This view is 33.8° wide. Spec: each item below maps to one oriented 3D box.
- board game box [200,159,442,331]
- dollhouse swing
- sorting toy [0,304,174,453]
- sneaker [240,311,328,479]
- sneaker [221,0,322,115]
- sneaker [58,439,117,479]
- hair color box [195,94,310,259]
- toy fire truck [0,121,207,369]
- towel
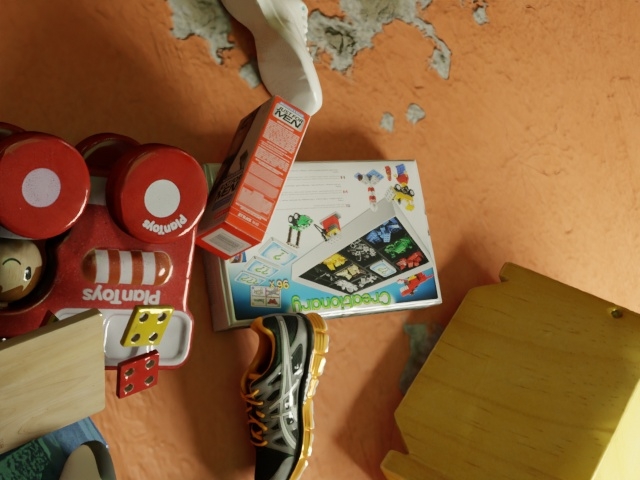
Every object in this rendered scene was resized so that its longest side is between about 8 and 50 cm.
[{"bbox_3d":[0.000,0.000,1.287,0.305,0.053,0.193,-3,79,-32],"label":"board game box"},{"bbox_3d":[0.287,0.285,1.388,0.315,0.305,0.347,23,59,21],"label":"dollhouse swing"},{"bbox_3d":[-0.272,0.127,1.024,0.274,0.132,0.046,-21,45,-32],"label":"sorting toy"},{"bbox_3d":[-0.053,0.182,1.185,0.083,0.084,0.214,13,80,-27],"label":"sneaker"},{"bbox_3d":[-0.041,-0.260,1.320,0.094,0.080,0.212,-29,93,-45],"label":"sneaker"},{"bbox_3d":[-0.282,0.324,1.001,0.145,0.090,0.270,10,82,-30],"label":"sneaker"},{"bbox_3d":[-0.078,-0.070,1.172,0.053,0.093,0.167,31,62,-20],"label":"hair color box"},{"bbox_3d":[-0.261,0.016,1.074,0.302,0.169,0.253,3,98,-33],"label":"toy fire truck"},{"bbox_3d":[-0.280,0.223,1.076,0.119,0.029,0.067,-32,96,-34],"label":"towel"}]
